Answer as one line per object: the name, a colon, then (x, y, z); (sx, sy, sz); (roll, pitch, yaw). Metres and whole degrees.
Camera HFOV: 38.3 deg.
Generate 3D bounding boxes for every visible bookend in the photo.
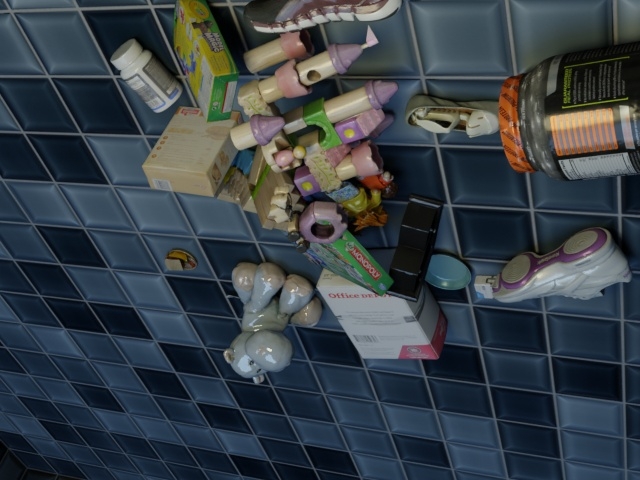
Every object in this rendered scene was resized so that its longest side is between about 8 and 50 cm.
bookend: (0.194, 0.016, 1.909); (0.072, 0.156, 0.157); (15, 142, 10)

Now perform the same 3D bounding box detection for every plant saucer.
plant saucer: (0.276, 0.064, 2.039); (0.119, 0.021, 0.119); (14, 142, 11)

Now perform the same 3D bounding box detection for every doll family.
doll family: (0.045, -0.073, 1.876); (0.163, 0.118, 0.263); (34, 152, -28)

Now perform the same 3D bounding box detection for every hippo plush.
hippo plush: (-0.160, 0.206, 2.261); (0.294, 0.236, 0.234); (-12, 132, 37)

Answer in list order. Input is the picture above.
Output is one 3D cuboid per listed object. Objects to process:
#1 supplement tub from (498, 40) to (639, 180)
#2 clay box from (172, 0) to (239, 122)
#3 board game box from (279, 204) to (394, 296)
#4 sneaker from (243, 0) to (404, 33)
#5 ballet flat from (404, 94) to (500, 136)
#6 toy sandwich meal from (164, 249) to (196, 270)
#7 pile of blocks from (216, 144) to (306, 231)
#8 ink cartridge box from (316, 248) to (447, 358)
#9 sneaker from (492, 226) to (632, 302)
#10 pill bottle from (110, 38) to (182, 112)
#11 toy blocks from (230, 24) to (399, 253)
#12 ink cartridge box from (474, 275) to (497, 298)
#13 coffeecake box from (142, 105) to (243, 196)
supplement tub: (0.468, -0.203, 1.450); (0.338, 0.207, 0.207); (-4, 136, 31)
clay box: (-0.214, -0.339, 1.677); (0.053, 0.222, 0.127); (-12, 150, -22)
board game box: (0.000, 0.000, 1.951); (0.213, 0.046, 0.317); (47, 168, -29)
sneaker: (-0.009, -0.438, 1.507); (0.281, 0.106, 0.162); (-4, 131, 17)
ballet flat: (0.255, -0.215, 1.661); (0.213, 0.068, 0.072); (9, 142, 16)
toy sandwich meal: (-0.357, 0.055, 2.347); (0.086, 0.029, 0.085); (14, 143, 11)
pile of blocks: (-0.103, -0.118, 1.878); (0.113, 0.149, 0.362); (13, -172, -29)
ink cartridge box: (0.148, 0.150, 2.132); (0.207, 0.117, 0.283); (-3, 137, 30)
sneaker: (0.486, 0.084, 1.878); (0.152, 0.114, 0.305); (42, 140, -22)
pill bottle: (-0.344, -0.326, 1.822); (0.078, 0.078, 0.137); (-14, 130, 39)
toy blocks: (0.028, -0.202, 1.606); (0.260, 0.309, 0.288); (-18, 129, 21)
ink cartridge box: (0.385, 0.103, 2.027); (0.083, 0.028, 0.048); (2, 139, 25)
coffeecake box: (-0.251, -0.183, 1.863); (0.142, 0.185, 0.068); (8, 140, 19)
